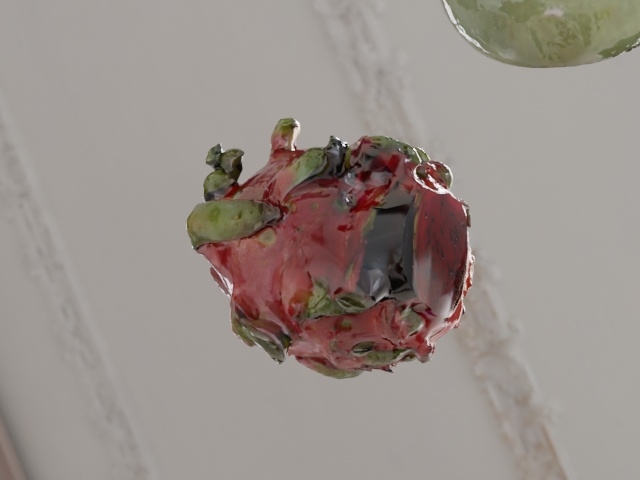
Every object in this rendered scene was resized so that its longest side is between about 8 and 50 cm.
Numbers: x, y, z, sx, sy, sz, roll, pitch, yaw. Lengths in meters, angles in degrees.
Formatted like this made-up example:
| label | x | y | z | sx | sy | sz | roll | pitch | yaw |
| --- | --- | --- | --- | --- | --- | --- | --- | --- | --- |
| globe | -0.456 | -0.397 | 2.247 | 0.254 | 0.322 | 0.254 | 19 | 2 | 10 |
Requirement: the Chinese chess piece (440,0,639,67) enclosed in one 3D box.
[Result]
| label | x | y | z | sx | sy | sz | roll | pitch | yaw |
| --- | --- | --- | --- | --- | --- | --- | --- | --- | --- |
| Chinese chess piece | 0.175 | -0.206 | 1.100 | 0.188 | 0.083 | 0.188 | -12 | 43 | 12 |

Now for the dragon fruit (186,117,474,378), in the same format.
| label | x | y | z | sx | sy | sz | roll | pitch | yaw |
| --- | --- | --- | --- | --- | --- | --- | --- | --- | --- |
| dragon fruit | 0.000 | 0.000 | 0.939 | 0.172 | 0.167 | 0.160 | 1 | 36 | 29 |
